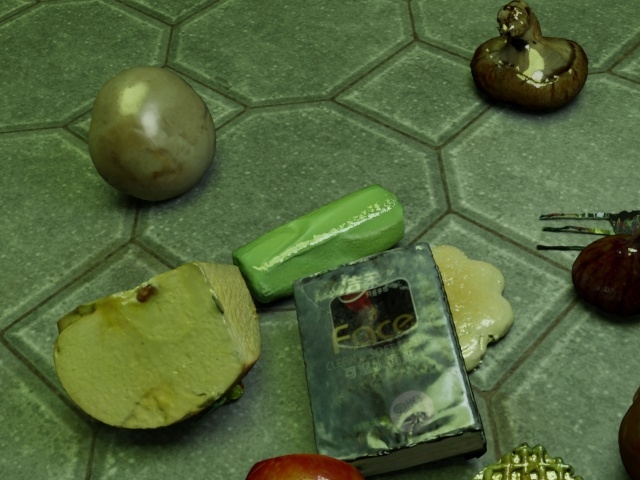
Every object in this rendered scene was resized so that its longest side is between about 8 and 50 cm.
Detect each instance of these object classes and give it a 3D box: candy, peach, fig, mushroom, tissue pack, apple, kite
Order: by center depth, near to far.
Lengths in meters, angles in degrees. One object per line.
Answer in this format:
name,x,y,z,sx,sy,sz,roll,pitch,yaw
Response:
peach,-0.021,0.381,1.228,0.190,0.190,0.192,-24,43,-16
tissue pack,0.103,0.195,1.397,0.259,0.122,0.361,-15,54,8
apple,-0.277,0.163,1.446,0.309,0.252,0.314,-27,37,11
candy,-0.180,0.281,1.463,0.123,0.035,0.035,-41,20,-18
fig,0.535,0.055,1.494,0.148,0.202,0.149,-44,89,-15
candy,0.000,0.000,1.648,0.344,0.132,0.142,-26,63,-17
kite,0.564,-0.015,1.662,0.285,0.015,0.152,1,45,9
mushroom,-0.392,-0.225,1.888,0.292,0.292,0.290,-42,21,-30
mushroom,0.491,-0.416,1.966,0.267,0.254,0.267,10,56,-15

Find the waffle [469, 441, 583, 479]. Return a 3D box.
waffle,0.312,0.390,1.272,0.183,0.036,0.169,-32,51,-20

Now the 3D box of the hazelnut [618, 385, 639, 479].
hazelnut,0.595,0.267,1.174,0.372,0.315,0.372,-23,19,8

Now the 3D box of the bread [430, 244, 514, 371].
bread,0.199,0.116,1.557,0.316,0.054,0.316,-6,45,6
